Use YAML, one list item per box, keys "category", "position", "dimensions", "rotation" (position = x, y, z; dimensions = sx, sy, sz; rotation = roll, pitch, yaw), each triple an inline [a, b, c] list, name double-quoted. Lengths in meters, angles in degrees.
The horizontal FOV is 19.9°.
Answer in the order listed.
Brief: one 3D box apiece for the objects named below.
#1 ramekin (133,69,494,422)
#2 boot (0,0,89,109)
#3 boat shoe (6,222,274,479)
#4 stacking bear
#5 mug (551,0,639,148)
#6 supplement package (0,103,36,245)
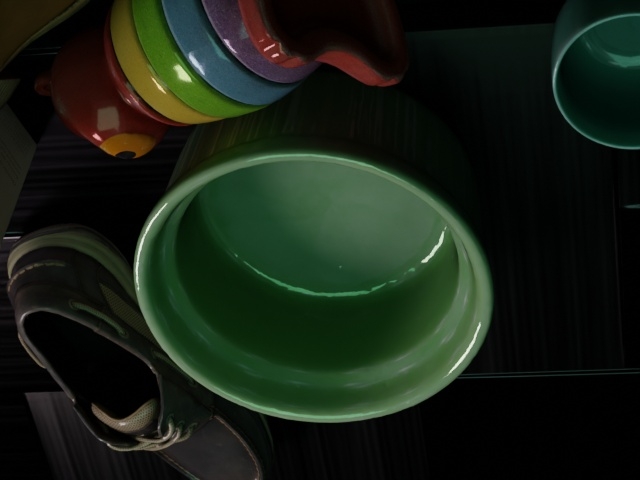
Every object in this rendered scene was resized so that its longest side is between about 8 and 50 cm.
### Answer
- category: "ramekin"
  position: [0.000, 0.000, 1.578]
  dimensions: [0.303, 0.148, 0.303]
  rotation: [4, 130, 4]
- category: "boot"
  position: [-0.267, -0.201, 1.364]
  dimensions: [0.109, 0.220, 0.283]
  rotation: [40, 104, 12]
- category: "boat shoe"
  position: [-0.178, 0.142, 1.731]
  dimensions: [0.132, 0.130, 0.355]
  rotation: [-28, 121, 27]
- category: "stacking bear"
  position: [-0.102, -0.157, 1.460]
  dimensions: [0.289, 0.164, 0.175]
  rotation: [-24, 161, 36]
- category: "mug"
  position: [0.254, -0.143, 1.460]
  dimensions: [0.129, 0.097, 0.158]
  rotation: [-15, 127, 18]
- category: "supplement package"
  position: [-0.380, -0.029, 1.509]
  dimensions: [0.177, 0.293, 0.175]
  rotation: [-18, 125, 20]
